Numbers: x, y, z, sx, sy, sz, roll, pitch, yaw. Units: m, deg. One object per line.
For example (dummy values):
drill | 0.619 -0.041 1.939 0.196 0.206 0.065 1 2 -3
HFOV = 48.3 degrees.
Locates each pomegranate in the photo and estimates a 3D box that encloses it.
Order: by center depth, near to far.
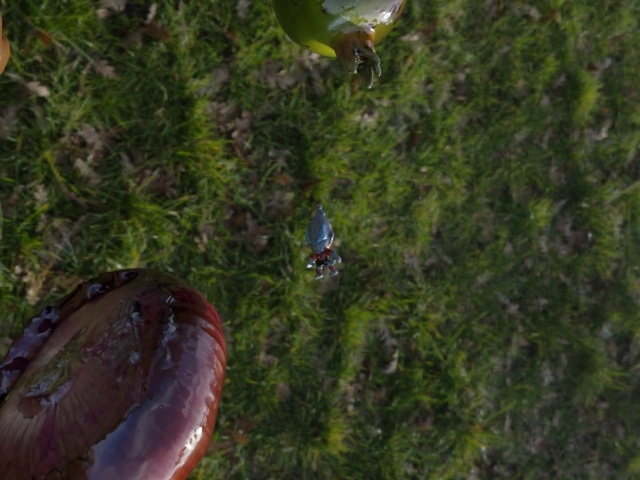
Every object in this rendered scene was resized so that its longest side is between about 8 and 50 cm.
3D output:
pomegranate | 0.030 -0.340 1.004 0.246 0.198 0.198 -97 160 -44

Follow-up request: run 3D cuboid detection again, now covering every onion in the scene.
onion | -0.178 0.132 0.619 0.161 0.248 0.248 28 69 -37

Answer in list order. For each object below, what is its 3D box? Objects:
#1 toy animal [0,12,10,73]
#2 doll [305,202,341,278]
toy animal | -0.356 -0.125 0.650 0.313 0.157 0.097 -62 171 10
doll | -0.001 0.000 1.087 0.039 0.057 0.114 -5 84 -25
